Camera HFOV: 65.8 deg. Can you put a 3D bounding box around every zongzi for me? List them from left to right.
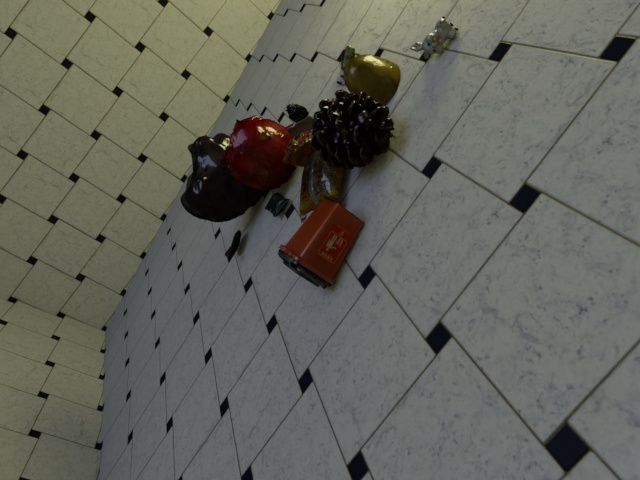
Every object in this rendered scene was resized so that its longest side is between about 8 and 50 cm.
[{"bbox_3d":[0.099,-0.723,2.011,0.113,0.052,0.104,179,108,-74],"label":"zongzi"}]

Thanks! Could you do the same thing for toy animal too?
[{"bbox_3d":[0.339,-0.596,1.468,0.124,0.071,0.085,-51,31,22],"label":"toy animal"}]

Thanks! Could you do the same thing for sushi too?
[{"bbox_3d":[-0.106,-0.565,2.177,0.083,0.085,0.056,6,73,59],"label":"sushi"}]

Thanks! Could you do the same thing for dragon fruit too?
[{"bbox_3d":[-0.246,-0.350,2.012,0.295,0.302,0.295,-48,30,40],"label":"dragon fruit"}]

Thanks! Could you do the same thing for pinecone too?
[{"bbox_3d":[0.104,-0.335,1.494,0.257,0.243,0.243,-7,55,22],"label":"pinecone"}]

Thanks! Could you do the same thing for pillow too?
[{"bbox_3d":[-0.176,-0.146,1.978,0.090,0.048,0.150,-63,26,6],"label":"pillow"}]

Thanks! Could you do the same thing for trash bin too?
[{"bbox_3d":[0.000,0.000,1.462,0.238,0.161,0.184,-57,28,-3],"label":"trash bin"}]

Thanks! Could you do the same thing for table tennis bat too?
[{"bbox_3d":[-0.325,0.034,2.123,0.170,0.119,0.107,-68,-9,-60],"label":"table tennis bat"}]

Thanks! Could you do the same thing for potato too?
[{"bbox_3d":[0.154,-0.545,1.657,0.178,0.158,0.203,-28,48,49],"label":"potato"}]

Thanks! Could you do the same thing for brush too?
[{"bbox_3d":[-0.098,-0.482,2.124,0.321,0.060,0.050,-6,51,58],"label":"brush"}]

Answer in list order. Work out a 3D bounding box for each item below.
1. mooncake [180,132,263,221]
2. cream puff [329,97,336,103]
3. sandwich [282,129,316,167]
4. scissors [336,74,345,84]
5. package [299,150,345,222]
[{"bbox_3d":[-0.423,-0.280,2.178,0.212,0.351,0.381,-31,63,53],"label":"mooncake"},{"bbox_3d":[0.047,-0.427,1.704,0.126,0.103,0.144,22,82,58],"label":"cream puff"},{"bbox_3d":[-0.044,-0.354,1.821,0.185,0.160,0.109,-39,55,52],"label":"sandwich"},{"bbox_3d":[0.093,-0.638,1.978,0.039,0.012,0.113,-58,29,11],"label":"scissors"},{"bbox_3d":[0.003,-0.215,1.676,0.223,0.108,0.288,-26,46,54],"label":"package"}]
